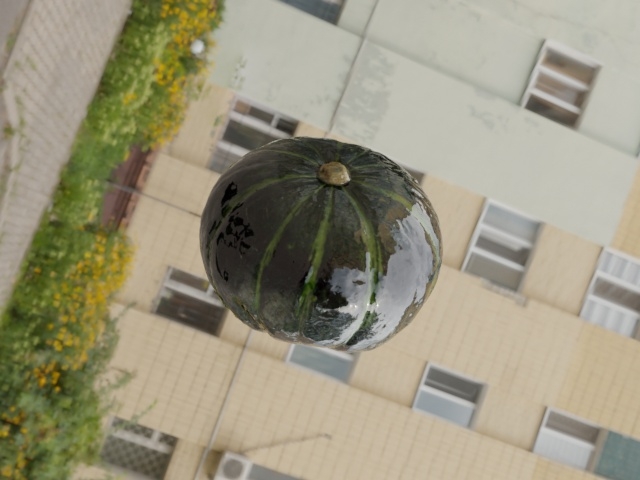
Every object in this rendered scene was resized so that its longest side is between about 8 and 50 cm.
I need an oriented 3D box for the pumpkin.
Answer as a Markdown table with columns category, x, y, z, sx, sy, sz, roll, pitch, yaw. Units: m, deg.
| category | x | y | z | sx | sy | sz | roll | pitch | yaw |
| --- | --- | --- | --- | --- | --- | --- | --- | --- | --- |
| pumpkin | 0.000 | 0.000 | 1.081 | 0.323 | 0.323 | 0.241 | -84 | -169 | -56 |
